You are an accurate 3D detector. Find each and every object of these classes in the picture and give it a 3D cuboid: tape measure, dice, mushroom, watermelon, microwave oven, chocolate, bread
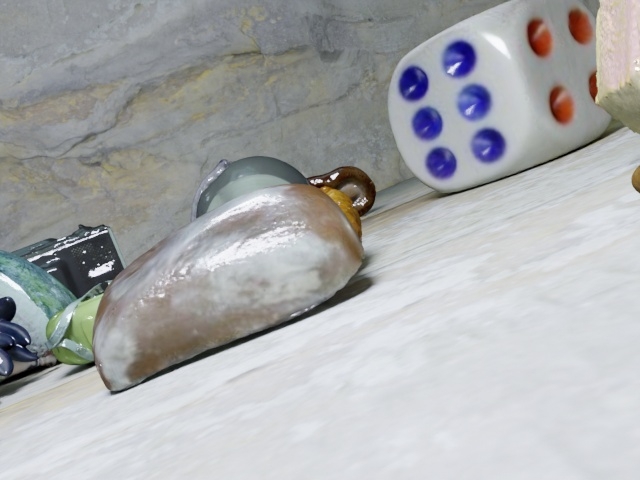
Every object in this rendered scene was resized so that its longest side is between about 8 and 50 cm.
[{"bbox_3d":[-0.259,0.095,0.857,0.154,0.087,0.177,-21,6,3],"label":"tape measure"},{"bbox_3d":[0.325,-0.261,1.245,0.304,0.276,0.304,-23,6,-38],"label":"dice"},{"bbox_3d":[0.023,-0.075,1.586,0.227,0.148,0.217,-26,19,7],"label":"mushroom"},{"bbox_3d":[-0.506,0.127,1.074,0.320,0.213,0.289,23,-10,-10],"label":"watermelon"},{"bbox_3d":[-0.592,0.114,1.458,0.355,0.218,0.286,-23,3,-20],"label":"microwave oven"},{"bbox_3d":[-0.094,0.021,0.611,0.254,0.080,0.157,-25,26,0],"label":"chocolate"},{"bbox_3d":[0.000,0.000,0.776,0.105,0.076,0.233,-30,15,6],"label":"bread"}]

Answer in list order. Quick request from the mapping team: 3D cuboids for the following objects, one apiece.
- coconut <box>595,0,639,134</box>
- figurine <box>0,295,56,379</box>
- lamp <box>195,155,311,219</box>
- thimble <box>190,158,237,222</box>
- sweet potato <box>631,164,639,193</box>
[{"bbox_3d":[0.348,-0.197,0.575,0.233,0.233,0.245,-21,1,7],"label":"coconut"},{"bbox_3d":[-0.481,0.144,0.843,0.175,0.197,0.265,-34,5,37],"label":"figurine"},{"bbox_3d":[-0.100,-0.003,0.955,0.182,0.182,0.314,-20,22,18],"label":"lamp"},{"bbox_3d":[-0.196,-0.070,1.641,0.217,0.245,0.157,-2,3,-3],"label":"thimble"},{"bbox_3d":[0.232,-0.039,0.480,0.026,0.026,0.115,-20,7,25],"label":"sweet potato"}]
